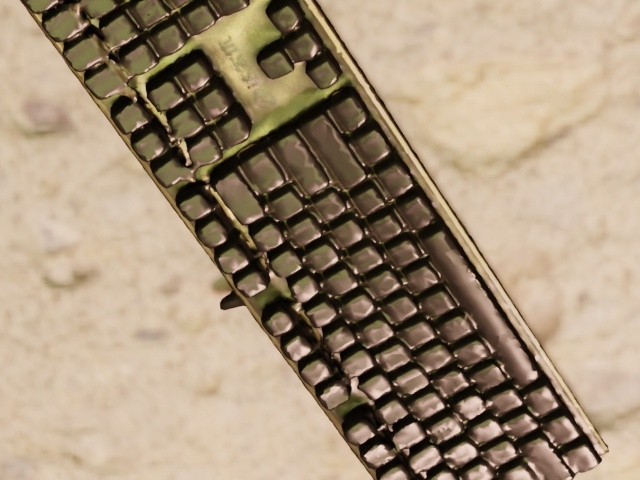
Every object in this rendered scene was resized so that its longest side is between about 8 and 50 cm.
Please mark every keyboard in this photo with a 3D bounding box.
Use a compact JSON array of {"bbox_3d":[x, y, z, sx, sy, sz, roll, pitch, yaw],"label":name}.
[{"bbox_3d":[0.000,0.000,0.790,0.106,0.027,0.317,-31,113,11],"label":"keyboard"}]
